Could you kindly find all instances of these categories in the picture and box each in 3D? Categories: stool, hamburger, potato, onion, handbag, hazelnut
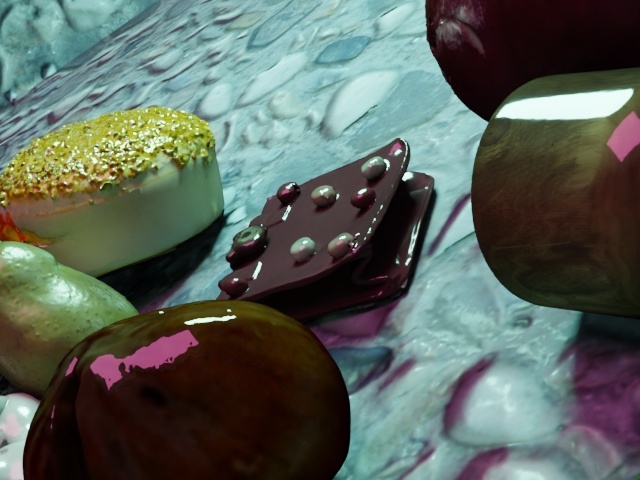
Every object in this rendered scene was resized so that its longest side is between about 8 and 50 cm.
[{"bbox_3d":[0.252,-0.030,0.760,0.179,0.179,0.264,-47,28,-25],"label":"stool"},{"bbox_3d":[-0.260,-0.064,1.388,0.294,0.179,0.276,-21,15,5],"label":"hamburger"},{"bbox_3d":[-0.289,0.083,1.201,0.157,0.194,0.157,-40,17,14],"label":"potato"},{"bbox_3d":[0.241,-0.234,1.003,0.336,0.282,0.260,-19,26,29],"label":"onion"},{"bbox_3d":[-0.001,-0.002,1.140,0.216,0.074,0.203,-18,29,32],"label":"handbag"},{"bbox_3d":[-0.102,0.138,0.866,0.251,0.217,0.217,-24,27,24],"label":"hazelnut"}]

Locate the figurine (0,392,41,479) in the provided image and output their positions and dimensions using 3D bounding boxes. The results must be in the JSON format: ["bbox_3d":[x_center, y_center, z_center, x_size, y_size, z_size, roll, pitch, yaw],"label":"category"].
[{"bbox_3d":[-0.281,0.212,1.095,0.129,0.109,0.178,-15,27,-11],"label":"figurine"}]

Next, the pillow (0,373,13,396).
[{"bbox_3d":[-0.379,0.135,1.325,0.141,0.055,0.208,2,67,61],"label":"pillow"}]

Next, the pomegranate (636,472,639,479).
[{"bbox_3d":[0.232,0.138,0.555,0.163,0.126,0.138,-18,17,29],"label":"pomegranate"}]
